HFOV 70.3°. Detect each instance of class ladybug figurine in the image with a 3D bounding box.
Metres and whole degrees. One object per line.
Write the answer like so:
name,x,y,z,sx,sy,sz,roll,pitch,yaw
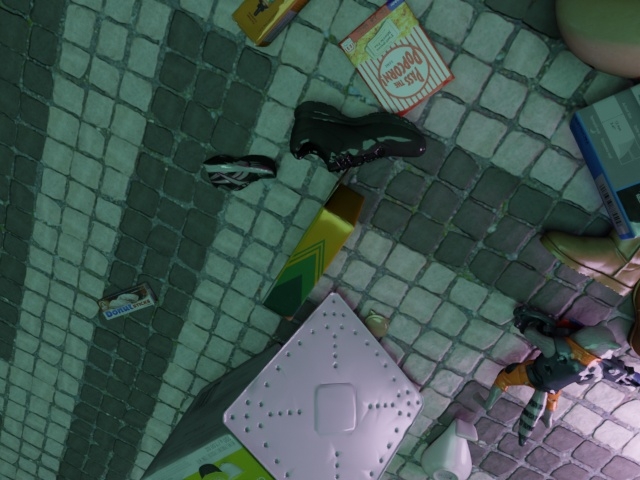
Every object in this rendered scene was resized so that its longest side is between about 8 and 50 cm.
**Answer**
ladybug figurine,0.602,-0.375,0.691,0.448,0.305,0.162,-8,149,19

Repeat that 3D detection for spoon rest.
spoon rest,0.358,0.571,1.228,0.137,0.084,0.277,14,127,8

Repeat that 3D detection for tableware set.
tableware set,0.100,0.250,1.178,0.140,0.020,0.169,9,112,7

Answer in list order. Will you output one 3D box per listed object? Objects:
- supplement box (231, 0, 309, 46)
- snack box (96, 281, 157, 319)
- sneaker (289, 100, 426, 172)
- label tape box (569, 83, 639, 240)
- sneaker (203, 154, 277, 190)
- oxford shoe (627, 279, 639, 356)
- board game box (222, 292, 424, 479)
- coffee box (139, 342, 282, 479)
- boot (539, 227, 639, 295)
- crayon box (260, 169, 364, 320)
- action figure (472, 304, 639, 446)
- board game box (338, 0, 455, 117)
supplement box,-0.064,-0.490,0.886,0.233,0.080,0.078,-38,99,22
snack box,-0.552,0.173,1.294,0.178,0.022,0.064,-19,107,19
sneaker,0.070,-0.194,0.934,0.286,0.109,0.130,11,71,15
label tape box,0.659,-0.176,0.776,0.347,0.115,0.249,-23,78,22
sneaker,-0.181,-0.154,1.062,0.178,0.072,0.077,7,125,19
oxford shoe,0.717,0.163,0.972,0.075,0.076,0.213,-2,109,16
board game box,0.025,0.390,1.058,0.390,0.390,0.050,51,149,-10
coffee box,-0.177,0.554,1.188,0.337,0.338,0.334,-35,101,23
boot,0.616,-0.044,0.910,0.236,0.089,0.270,25,115,-10
crayon box,0.000,0.000,1.000,0.081,0.202,0.319,32,116,-2
action figure,0.560,0.317,1.020,0.341,0.179,0.330,24,124,5
board game box,0.152,-0.359,0.906,0.146,0.045,0.194,-34,101,23
